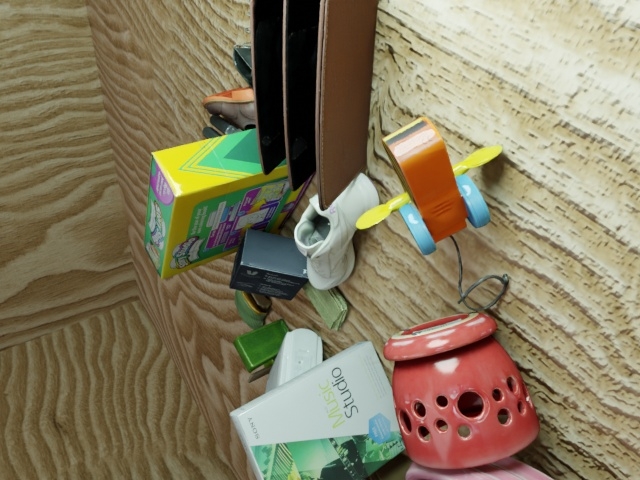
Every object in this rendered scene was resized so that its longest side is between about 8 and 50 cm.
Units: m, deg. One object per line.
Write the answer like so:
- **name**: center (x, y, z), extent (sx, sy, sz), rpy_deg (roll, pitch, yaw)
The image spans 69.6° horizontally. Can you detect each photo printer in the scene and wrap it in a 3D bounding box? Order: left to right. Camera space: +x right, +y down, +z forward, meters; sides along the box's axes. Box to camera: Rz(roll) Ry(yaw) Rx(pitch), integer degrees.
- **photo printer**: center (-0.081, 0.409, 1.190), extent (0.307, 0.107, 0.256), rpy_deg (113, 165, -49)

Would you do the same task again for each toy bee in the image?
- **toy bee**: center (0.140, -0.047, 0.620), extent (0.162, 0.195, 0.298), rpy_deg (-109, 8, -50)

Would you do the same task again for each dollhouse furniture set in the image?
- **dollhouse furniture set**: center (-0.228, 0.253, 1.380), extent (0.301, 0.151, 0.197), rpy_deg (56, 147, 21)

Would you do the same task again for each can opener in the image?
- **can opener**: center (-0.206, -0.235, 1.123), extent (0.076, 0.095, 0.283), rpy_deg (-57, 36, 7)

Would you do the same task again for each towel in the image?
- **towel**: center (0.009, 0.128, 1.056), extent (0.148, 0.027, 0.110), rpy_deg (52, 146, 25)

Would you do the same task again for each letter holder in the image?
- **letter holder**: center (-0.024, -0.221, 0.670), extent (0.152, 0.214, 0.302), rpy_deg (12, 125, 17)

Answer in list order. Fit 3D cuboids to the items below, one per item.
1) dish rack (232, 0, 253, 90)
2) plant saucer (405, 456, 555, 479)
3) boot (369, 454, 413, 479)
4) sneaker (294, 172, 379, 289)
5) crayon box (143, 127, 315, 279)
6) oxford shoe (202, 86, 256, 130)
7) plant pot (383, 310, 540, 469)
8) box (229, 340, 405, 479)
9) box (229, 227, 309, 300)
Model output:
- **dish rack**: center (-0.067, -0.380, 0.822), extent (0.208, 0.074, 0.271), rpy_deg (53, 145, 24)
- **plant saucer**: center (0.285, 0.407, 0.656), extent (0.332, 0.084, 0.332), rpy_deg (31, 150, 20)
- **boot**: center (0.219, 0.595, 0.960), extent (0.283, 0.109, 0.220), rpy_deg (13, 123, 46)
- **sneaker**: center (0.000, 0.000, 0.872), extent (0.114, 0.152, 0.305), rpy_deg (49, 146, 26)
- **crayon box**: center (-0.196, -0.079, 0.971), extent (0.106, 0.313, 0.363), rpy_deg (60, 148, 14)
- **oxford shoe**: center (-0.188, -0.292, 1.047), extent (0.271, 0.097, 0.098), rpy_deg (17, 128, 53)
- **plant pot**: center (0.193, 0.204, 0.668), extent (0.191, 0.191, 0.174), rpy_deg (-31, 74, 59)
- **box**: center (0.013, 0.372, 0.911), extent (0.232, 0.322, 0.058), rpy_deg (66, 152, 4)
- **box**: center (-0.115, 0.060, 1.061), extent (0.158, 0.156, 0.093), rpy_deg (128, 151, -58)
